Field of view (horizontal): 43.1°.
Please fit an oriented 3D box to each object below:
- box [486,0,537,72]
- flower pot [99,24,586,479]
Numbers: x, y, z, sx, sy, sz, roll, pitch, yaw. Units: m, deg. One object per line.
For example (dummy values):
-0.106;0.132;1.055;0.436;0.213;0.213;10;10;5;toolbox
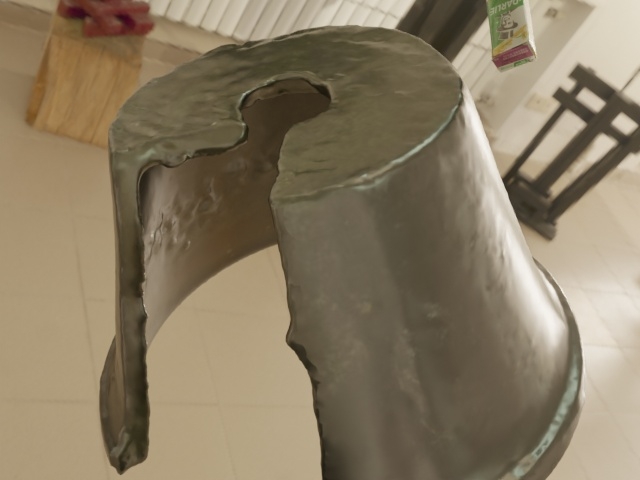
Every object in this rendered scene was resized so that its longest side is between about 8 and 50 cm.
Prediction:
0.231;-0.304;1.004;0.041;0.049;0.207;37;45;-48;box
0.000;0.000;0.579;0.379;0.251;0.379;-8;37;6;flower pot
